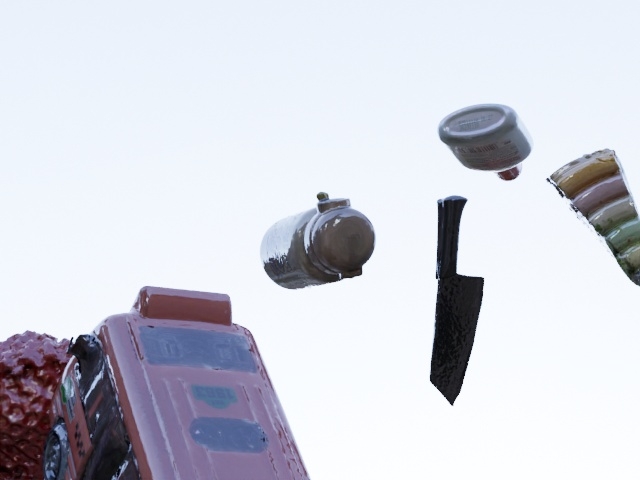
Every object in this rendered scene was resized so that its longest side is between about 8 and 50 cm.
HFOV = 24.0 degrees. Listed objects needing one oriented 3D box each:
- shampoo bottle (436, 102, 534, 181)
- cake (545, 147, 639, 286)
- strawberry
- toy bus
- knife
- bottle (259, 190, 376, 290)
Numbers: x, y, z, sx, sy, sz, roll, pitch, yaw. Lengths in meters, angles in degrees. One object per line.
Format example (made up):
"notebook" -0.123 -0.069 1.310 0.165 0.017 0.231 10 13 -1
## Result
"shampoo bottle" 0.227 -0.125 1.990 0.108 0.051 0.221 -12 -16 16
"cake" 0.385 -0.013 1.864 0.090 0.225 0.109 -38 -20 4
"strawberry" -0.337 0.195 1.706 0.286 0.188 0.106 -17 -10 -13
"toy bus" -0.128 0.255 1.469 0.203 0.427 0.233 7 -53 -29
"knife" 0.148 0.066 1.632 0.060 0.230 0.028 4 3 -15
"bottle" 0.000 0.000 1.837 0.097 0.110 0.209 -11 -3 -21
